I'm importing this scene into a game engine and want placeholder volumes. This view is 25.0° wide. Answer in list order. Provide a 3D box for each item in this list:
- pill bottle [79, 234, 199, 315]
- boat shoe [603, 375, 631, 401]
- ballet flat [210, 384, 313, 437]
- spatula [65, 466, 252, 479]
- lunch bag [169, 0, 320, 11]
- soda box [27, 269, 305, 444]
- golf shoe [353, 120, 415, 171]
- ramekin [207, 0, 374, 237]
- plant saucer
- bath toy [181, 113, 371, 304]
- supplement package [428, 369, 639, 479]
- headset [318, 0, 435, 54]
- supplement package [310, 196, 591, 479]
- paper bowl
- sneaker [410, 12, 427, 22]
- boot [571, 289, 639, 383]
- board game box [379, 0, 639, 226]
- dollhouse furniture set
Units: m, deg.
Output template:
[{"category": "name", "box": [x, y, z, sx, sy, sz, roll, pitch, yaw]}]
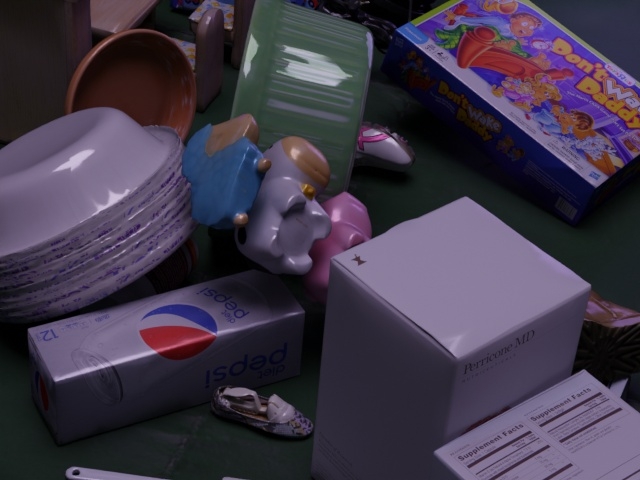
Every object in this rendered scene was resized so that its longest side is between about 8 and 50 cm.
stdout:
[{"category": "pill bottle", "box": [-0.208, 0.043, 1.647, 0.086, 0.086, 0.152, 18, 39, 16]}, {"category": "boat shoe", "box": [0.267, 0.193, 1.531, 0.083, 0.065, 0.183, 14, 32, 19]}, {"category": "ballet flat", "box": [-0.062, 0.178, 1.526, 0.114, 0.041, 0.041, 14, 38, 11]}, {"category": "spatula", "box": [-0.143, 0.283, 1.399, 0.242, 0.019, 0.168, 7, 38, 2]}, {"category": "lunch bag", "box": [-0.074, -0.447, 2.283, 0.221, 0.138, 0.293, 15, 29, 17]}, {"category": "soda box", "box": [-0.163, 0.120, 1.545, 0.286, 0.098, 0.091, -14, 41, -24]}, {"category": "golf shoe", "box": [0.034, -0.120, 1.916, 0.186, 0.067, 0.086, 20, 66, 18]}, {"category": "ramekin", "box": [-0.034, -0.138, 1.740, 0.148, 0.303, 0.303, 12, 37, -4]}, {"category": "plant saucer", "box": [-0.246, -0.173, 1.838, 0.200, 0.200, 0.037, -28, 35, -35]}, {"category": "bath toy", "box": [0.000, 0.000, 1.580, 0.129, 0.348, 0.151, 10, 67, 51]}, {"category": "supplement package", "box": [0.245, 0.293, 1.280, 0.198, 0.199, 0.262, -23, 45, -32]}, {"category": "headset", "box": [0.122, -0.439, 2.183, 0.185, 0.243, 0.394, 25, 52, -9]}, {"category": "supplement package", "box": [0.117, 0.141, 1.387, 0.177, 0.293, 0.175, -24, 46, -31]}, {"category": "paper bowl", "box": [-0.278, -0.044, 1.609, 0.284, 0.148, 0.284, -22, 21, 9]}, {"category": "sneaker", "box": [0.228, -0.296, 2.149, 0.124, 0.107, 0.283, 38, 50, 16]}, {"category": "boot", "box": [0.213, 0.075, 1.599, 0.236, 0.089, 0.269, 2, 20, -41]}, {"category": "board game box", "box": [0.287, -0.198, 1.955, 0.347, 0.078, 0.233, 41, 49, 19]}, {"category": "dollhouse furniture set", "box": [-0.317, -0.329, 1.979, 0.362, 0.256, 0.394, 15, 39, 13]}]
